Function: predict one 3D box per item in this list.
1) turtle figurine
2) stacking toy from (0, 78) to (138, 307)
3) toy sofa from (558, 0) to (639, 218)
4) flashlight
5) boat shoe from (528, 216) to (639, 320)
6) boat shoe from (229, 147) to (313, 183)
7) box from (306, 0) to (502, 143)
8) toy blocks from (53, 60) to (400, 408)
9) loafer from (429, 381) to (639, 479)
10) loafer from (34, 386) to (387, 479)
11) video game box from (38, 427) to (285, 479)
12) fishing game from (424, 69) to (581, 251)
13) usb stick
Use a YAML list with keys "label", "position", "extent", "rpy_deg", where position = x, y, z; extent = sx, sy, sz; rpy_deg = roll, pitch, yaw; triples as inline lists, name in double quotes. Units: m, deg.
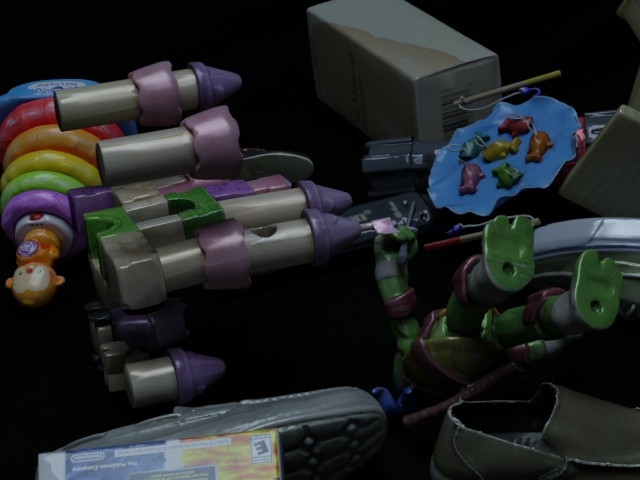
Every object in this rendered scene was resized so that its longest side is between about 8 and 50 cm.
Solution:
- label: "turtle figurine"
  position: [0.159, 0.035, 1.445]
  extent: [0.275, 0.197, 0.266]
  rpy_deg: [-37, 0, -30]
- label: "stacking toy"
  position: [-0.317, -0.037, 1.828]
  extent: [0.175, 0.165, 0.301]
  rpy_deg: [-2, 44, 7]
- label: "toy sofa"
  position: [0.407, -0.167, 1.729]
  extent: [0.177, 0.150, 0.362]
  rpy_deg: [28, 49, -2]
- label: "flashlight"
  position: [0.209, -0.091, 1.840]
  extent: [0.304, 0.103, 0.103]
  rpy_deg: [-5, 33, 12]
- label: "boat shoe"
  position: [0.334, 0.034, 1.578]
  extent: [0.302, 0.109, 0.094]
  rpy_deg: [-1, 72, 27]
- label: "boat shoe"
  position: [-0.072, -0.096, 1.948]
  extent: [0.133, 0.049, 0.042]
  rpy_deg: [-4, 37, 15]
- label: "box"
  position: [0.106, -0.210, 2.018]
  extent: [0.121, 0.148, 0.311]
  rpy_deg: [-19, 30, -19]
- label: "toy blocks"
  position: [-0.093, -0.007, 1.512]
  extent: [0.260, 0.308, 0.288]
  rpy_deg: [-11, 21, -17]
- label: "loafer"
  position: [0.219, 0.175, 1.360]
  extent: [0.251, 0.087, 0.094]
  rpy_deg: [-5, 29, 3]
- label: "loafer"
  position: [-0.100, 0.186, 1.388]
  extent: [0.320, 0.112, 0.111]
  rpy_deg: [-13, 38, -10]
- label: "video game box"
  position: [-0.126, 0.253, 1.256]
  extent: [0.205, 0.048, 0.187]
  rpy_deg: [-7, 62, 1]
- label: "fishing game"
  position: [0.197, -0.099, 1.712]
  extent: [0.189, 0.041, 0.264]
  rpy_deg: [-12, 39, 31]
- label: "usb stick"
  position: [0.000, 0.000, 1.765]
  extent: [0.278, 0.045, 0.077]
  rpy_deg: [-14, 29, -13]
